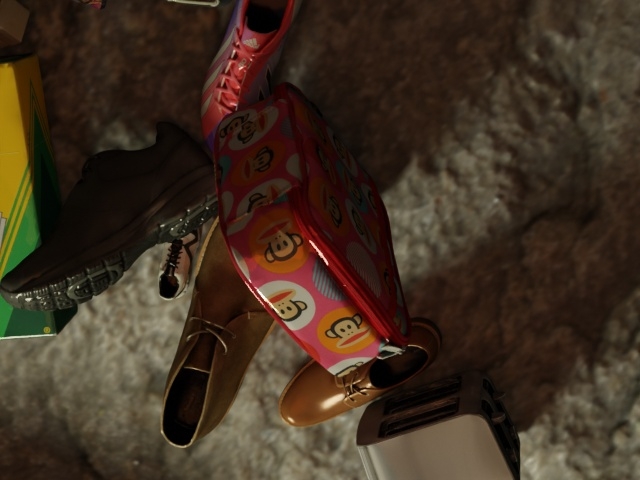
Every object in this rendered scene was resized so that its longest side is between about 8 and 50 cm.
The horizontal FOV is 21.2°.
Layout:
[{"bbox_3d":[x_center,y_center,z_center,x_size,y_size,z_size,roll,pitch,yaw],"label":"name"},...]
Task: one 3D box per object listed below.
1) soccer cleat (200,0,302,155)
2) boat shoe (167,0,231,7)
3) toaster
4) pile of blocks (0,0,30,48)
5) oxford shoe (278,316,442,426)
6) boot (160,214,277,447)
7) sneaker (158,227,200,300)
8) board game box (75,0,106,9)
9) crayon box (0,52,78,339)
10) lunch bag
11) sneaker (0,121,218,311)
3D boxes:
[{"bbox_3d":[-0.078,-0.199,1.856,0.083,0.095,0.248,21,107,2],"label":"soccer cleat"},{"bbox_3d":[-0.230,-0.308,1.814,0.303,0.114,0.091,11,131,-4],"label":"boat shoe"},{"bbox_3d":[0.128,0.234,1.914,0.186,0.168,0.110,-19,99,11],"label":"toaster"},{"bbox_3d":[-0.497,-0.299,1.895,0.362,0.149,0.112,14,64,-6],"label":"pile of blocks"},{"bbox_3d":[0.038,0.157,1.951,0.212,0.076,0.076,-31,101,16],"label":"oxford shoe"},{"bbox_3d":[-0.110,0.097,1.934,0.112,0.115,0.305,19,106,4],"label":"boot"},{"bbox_3d":[-0.164,0.019,1.956,0.040,0.044,0.109,9,105,8],"label":"sneaker"},{"bbox_3d":[-0.272,-0.312,1.890,0.090,0.020,0.090,18,106,3],"label":"board game box"},{"bbox_3d":[-0.484,-0.039,1.949,0.363,0.106,0.313,-5,105,9],"label":"crayon box"},{"bbox_3d":[0.000,0.000,1.792,0.120,0.293,0.258,-29,124,14],"label":"lunch bag"},{"bbox_3d":[-0.240,-0.026,1.888,0.286,0.109,0.130,-34,78,-21],"label":"sneaker"}]
